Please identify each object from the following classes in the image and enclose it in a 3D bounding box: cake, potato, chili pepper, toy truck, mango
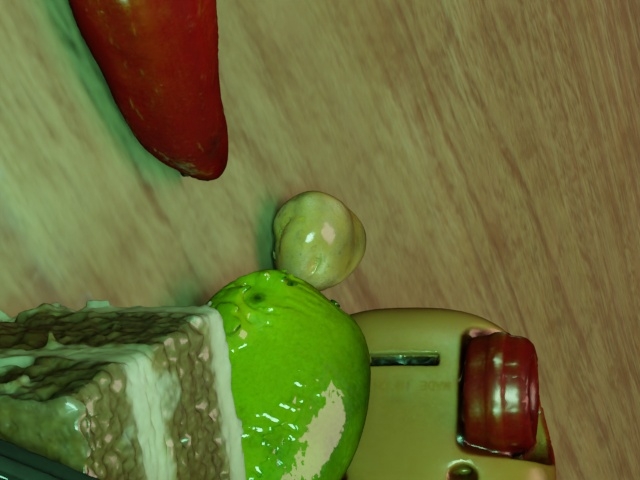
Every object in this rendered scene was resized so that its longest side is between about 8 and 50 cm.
[{"bbox_3d":[-0.112,0.095,0.749,0.147,0.135,0.134,-43,127,-59],"label":"cake"},{"bbox_3d":[0.000,0.000,1.175,0.083,0.062,0.068,2,116,-47],"label":"potato"},{"bbox_3d":[-0.104,-0.184,0.917,0.137,0.092,0.368,-93,179,-69],"label":"chili pepper"},{"bbox_3d":[0.065,0.171,1.162,0.239,0.189,0.265,62,30,-64],"label":"toy truck"},{"bbox_3d":[-0.036,0.101,1.014,0.100,0.119,0.178,-44,-161,54],"label":"mango"}]

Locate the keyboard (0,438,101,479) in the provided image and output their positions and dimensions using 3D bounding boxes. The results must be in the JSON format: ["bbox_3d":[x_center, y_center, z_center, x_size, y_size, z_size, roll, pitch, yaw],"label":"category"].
[{"bbox_3d":[-0.140,0.097,0.608,0.250,0.017,0.087,26,48,-16],"label":"keyboard"}]
